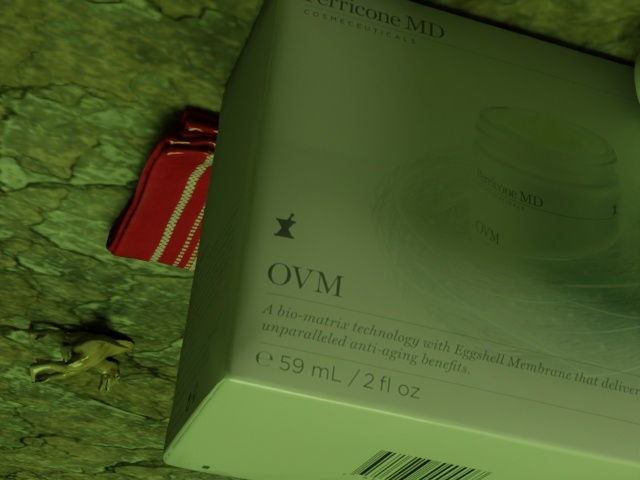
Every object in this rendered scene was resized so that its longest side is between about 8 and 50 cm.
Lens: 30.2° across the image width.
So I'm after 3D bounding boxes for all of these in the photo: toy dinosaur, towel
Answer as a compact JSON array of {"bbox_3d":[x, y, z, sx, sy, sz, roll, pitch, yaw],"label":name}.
[{"bbox_3d":[-0.212,0.097,1.060,0.092,0.053,0.183,-5,163,-12],"label":"toy dinosaur"},{"bbox_3d":[0.000,0.000,0.821,0.274,0.031,0.199,15,153,-17],"label":"towel"}]

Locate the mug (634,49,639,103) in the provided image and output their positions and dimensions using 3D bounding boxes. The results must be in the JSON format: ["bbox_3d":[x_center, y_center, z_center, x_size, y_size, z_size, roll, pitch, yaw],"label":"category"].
[{"bbox_3d":[0.195,-0.078,0.589,0.064,0.062,0.078,-3,146,36],"label":"mug"}]

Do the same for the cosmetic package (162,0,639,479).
[{"bbox_3d":[0.056,0.011,0.610,0.224,0.225,0.138,13,150,-14],"label":"cosmetic package"}]
